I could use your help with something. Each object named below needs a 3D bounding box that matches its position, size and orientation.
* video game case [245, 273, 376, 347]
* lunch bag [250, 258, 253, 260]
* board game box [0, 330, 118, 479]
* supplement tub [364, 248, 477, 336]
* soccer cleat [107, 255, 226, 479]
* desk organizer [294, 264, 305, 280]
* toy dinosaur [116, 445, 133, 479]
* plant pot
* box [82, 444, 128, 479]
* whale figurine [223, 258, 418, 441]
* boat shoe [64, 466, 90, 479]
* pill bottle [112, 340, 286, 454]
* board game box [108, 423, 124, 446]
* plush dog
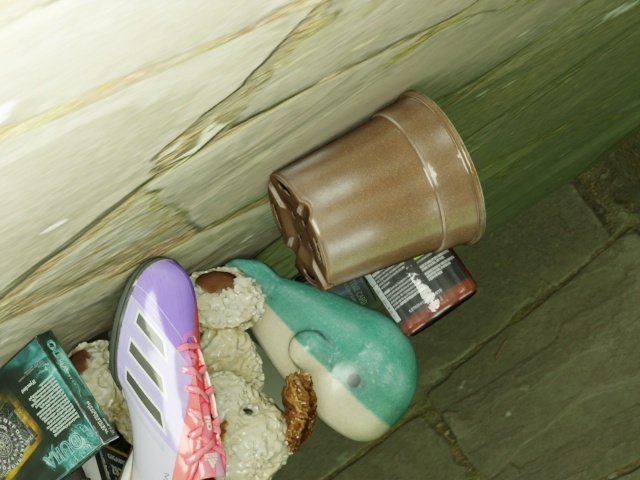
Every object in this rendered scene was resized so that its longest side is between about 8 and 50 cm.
[{"bbox_3d":[-0.046,0.129,2.323,0.274,0.026,0.196,-35,151,-3],"label":"video game case"},{"bbox_3d":[-0.099,0.067,1.838,0.071,0.053,0.083,-36,164,-6],"label":"lunch bag"},{"bbox_3d":[-0.293,0.190,1.450,0.186,0.126,0.026,-39,171,33],"label":"board game box"},{"bbox_3d":[0.088,0.005,1.688,0.106,0.198,0.106,-33,172,-5],"label":"supplement tub"},{"bbox_3d":[-0.136,0.176,1.417,0.116,0.318,0.108,9,-170,42],"label":"soccer cleat"},{"bbox_3d":[0.000,0.000,1.848,0.047,0.050,0.130,-31,172,-26],"label":"desk organizer"},{"bbox_3d":[-0.207,0.287,1.718,0.211,0.064,0.112,65,40,-61],"label":"toy dinosaur"},{"bbox_3d":[0.048,-0.038,1.419,0.165,0.167,0.167,-25,171,-16],"label":"plant pot"},{"bbox_3d":[-0.296,0.379,1.863,0.257,0.079,0.322,-31,148,12],"label":"box"},{"bbox_3d":[0.005,0.108,1.722,0.141,0.272,0.216,-43,174,2],"label":"whale figurine"},{"bbox_3d":[-0.429,0.306,1.627,0.355,0.130,0.132,-10,173,-19],"label":"boat shoe"},{"bbox_3d":[-0.218,0.295,2.186,0.204,0.204,0.361,-26,169,-49],"label":"pill bottle"},{"bbox_3d":[-0.326,0.247,1.882,0.347,0.078,0.233,-38,172,25],"label":"board game box"},{"bbox_3d":[-0.130,0.193,1.602,0.262,0.225,0.211,-31,138,-16],"label":"plush dog"}]
